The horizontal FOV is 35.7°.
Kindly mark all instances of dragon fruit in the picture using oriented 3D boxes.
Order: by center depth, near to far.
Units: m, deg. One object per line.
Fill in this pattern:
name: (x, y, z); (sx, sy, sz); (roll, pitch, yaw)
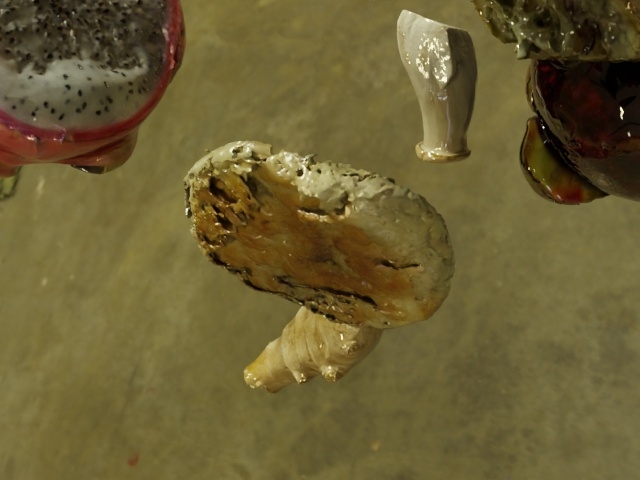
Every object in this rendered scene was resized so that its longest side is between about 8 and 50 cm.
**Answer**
dragon fruit: (-0.298, -0.194, 1.031); (0.189, 0.291, 0.290); (-30, 46, 57)

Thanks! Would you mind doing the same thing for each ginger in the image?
ginger: (-0.014, 0.147, 1.782); (0.375, 0.166, 0.236); (-14, 66, 46)

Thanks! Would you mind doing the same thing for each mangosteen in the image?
mangosteen: (0.467, -0.234, 1.463); (0.421, 0.381, 0.381); (-11, 60, 47)

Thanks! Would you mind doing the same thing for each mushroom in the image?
mushroom: (0.182, -0.228, 1.471); (0.108, 0.247, 0.096); (-23, 32, -18)

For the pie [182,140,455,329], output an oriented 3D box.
pie: (0.000, 0.000, 0.897); (0.274, 0.274, 0.055); (-5, 54, 43)

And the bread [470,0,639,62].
bread: (0.258, -0.339, 1.141); (0.191, 0.370, 0.314); (-15, 83, 50)
